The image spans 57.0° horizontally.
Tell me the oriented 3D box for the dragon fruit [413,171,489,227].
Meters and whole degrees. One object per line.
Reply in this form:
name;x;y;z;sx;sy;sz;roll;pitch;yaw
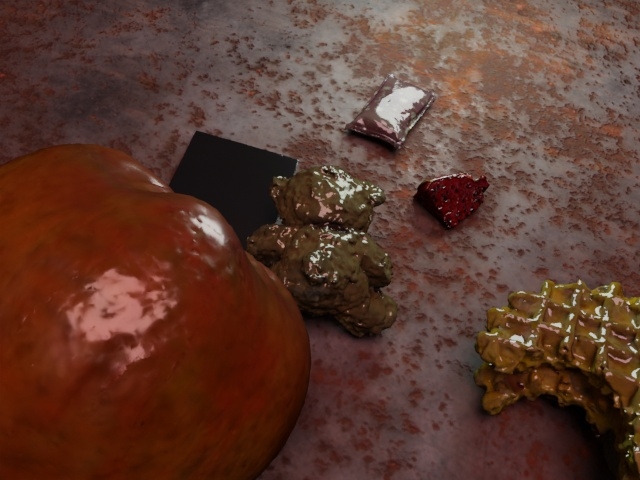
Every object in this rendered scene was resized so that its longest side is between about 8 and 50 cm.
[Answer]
dragon fruit;0.235;-0.090;1.062;0.131;0.063;0.097;-34;105;-19

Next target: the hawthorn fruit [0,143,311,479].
hawthorn fruit;-0.263;0.136;0.653;0.472;0.471;0.471;3;60;-6

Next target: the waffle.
waffle;0.385;0.195;0.815;0.261;0.151;0.324;-35;51;-25

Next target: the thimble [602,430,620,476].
thimble;0.463;0.295;0.858;0.085;0.062;0.110;13;60;1

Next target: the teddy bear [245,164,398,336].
teddy bear;0.000;0.000;0.914;0.267;0.156;0.256;8;58;-3

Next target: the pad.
pad;-0.173;-0.051;1.005;0.202;0.005;0.299;16;60;2

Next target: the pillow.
pillow;0.140;-0.253;1.137;0.118;0.043;0.185;28;61;11
